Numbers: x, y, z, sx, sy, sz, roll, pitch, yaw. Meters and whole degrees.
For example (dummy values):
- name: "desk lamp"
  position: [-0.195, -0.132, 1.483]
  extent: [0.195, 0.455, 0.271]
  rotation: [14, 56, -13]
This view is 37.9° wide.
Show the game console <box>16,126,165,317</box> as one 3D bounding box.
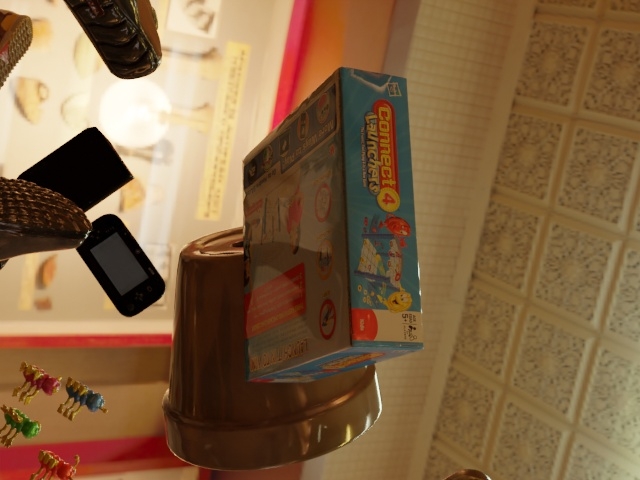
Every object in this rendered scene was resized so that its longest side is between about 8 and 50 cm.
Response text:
- name: "game console"
  position: [-0.421, -0.026, 1.804]
  extent: [0.361, 0.213, 0.044]
  rotation: [54, -2, 7]

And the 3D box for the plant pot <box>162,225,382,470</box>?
- name: "plant pot"
  position: [-0.089, 0.132, 1.347]
  extent: [0.323, 0.323, 0.280]
  rotation: [12, -64, 56]

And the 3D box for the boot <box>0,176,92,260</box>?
- name: "boot"
  position: [-0.478, 0.037, 1.189]
  extent: [0.118, 0.338, 0.223]
  rotation: [50, -53, 44]

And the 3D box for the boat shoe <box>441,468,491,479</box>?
- name: "boat shoe"
  position: [0.102, 0.412, 1.171]
  extent: [0.307, 0.111, 0.104]
  rotation: [-44, -164, 9]

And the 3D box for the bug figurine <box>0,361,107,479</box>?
- name: "bug figurine"
  position: [-0.550, 0.364, 1.906]
  extent: [0.216, 0.072, 0.279]
  rotation: [33, -67, 13]

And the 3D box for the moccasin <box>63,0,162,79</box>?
- name: "moccasin"
  position: [-0.345, -0.434, 1.458]
  extent: [0.139, 0.380, 0.147]
  rotation: [-17, -132, 12]

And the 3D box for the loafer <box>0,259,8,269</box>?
- name: "loafer"
  position: [-0.538, 0.016, 1.506]
  extent: [0.080, 0.220, 0.078]
  rotation: [-10, -88, 17]

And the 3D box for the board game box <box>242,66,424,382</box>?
- name: "board game box"
  position: [0.000, 0.000, 1.094]
  extent: [0.308, 0.086, 0.302]
  rotation: [150, -59, -61]

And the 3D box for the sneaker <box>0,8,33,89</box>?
- name: "sneaker"
  position: [-0.475, -0.254, 1.290]
  extent: [0.070, 0.084, 0.185]
  rotation: [96, 14, -47]
